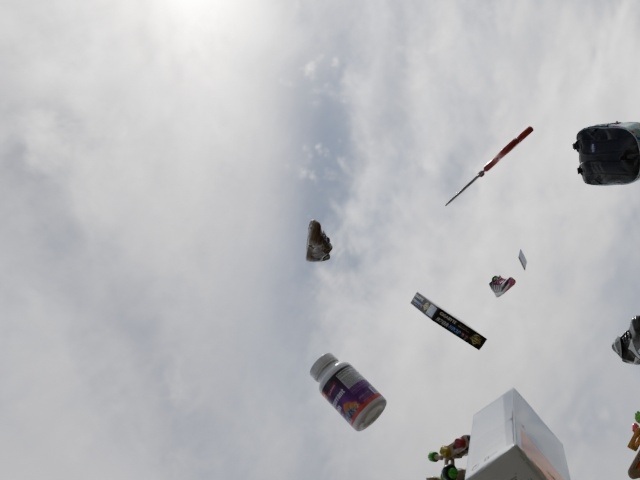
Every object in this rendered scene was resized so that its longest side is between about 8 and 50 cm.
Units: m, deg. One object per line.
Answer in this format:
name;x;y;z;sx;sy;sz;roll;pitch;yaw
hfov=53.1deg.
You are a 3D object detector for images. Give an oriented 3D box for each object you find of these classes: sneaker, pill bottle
sneaker;0.000;0.000;1.731;0.071;0.188;0.066;3;-117;-4
pill bottle;0.064;0.375;1.610;0.108;0.193;0.108;-34;-33;-25
sneaker;0.835;0.276;1.715;0.234;0.106;0.078;51;-141;-45
sneaker;0.683;0.164;2.431;0.063;0.075;0.170;-37;-13;-12

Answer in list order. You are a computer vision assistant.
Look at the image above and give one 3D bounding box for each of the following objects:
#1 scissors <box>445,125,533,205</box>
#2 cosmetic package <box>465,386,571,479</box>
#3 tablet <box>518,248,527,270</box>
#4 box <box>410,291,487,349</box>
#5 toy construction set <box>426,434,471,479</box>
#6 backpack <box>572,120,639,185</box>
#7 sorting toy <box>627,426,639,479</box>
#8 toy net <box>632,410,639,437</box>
scissors;0.413;-0.177;1.573;0.021;0.297;0.109;46;-125;6
cosmetic package;0.531;0.588;1.707;0.161;0.230;0.453;-42;-6;15
tablet;0.688;0.065;2.175;0.054;0.006;0.083;62;-153;-8
box;0.422;0.266;2.121;0.220;0.175;0.051;33;-87;-19
toy construction set;0.506;0.809;2.313;0.309;0.237;0.257;-24;-92;-32
backpack;1.042;-0.304;2.223;0.191;0.253;0.225;-16;-79;-20
sorting toy;0.966;0.596;1.836;0.348;0.047;0.196;14;-81;-43
toy net;1.020;0.646;1.982;0.122;0.045;0.232;39;-131;-12
